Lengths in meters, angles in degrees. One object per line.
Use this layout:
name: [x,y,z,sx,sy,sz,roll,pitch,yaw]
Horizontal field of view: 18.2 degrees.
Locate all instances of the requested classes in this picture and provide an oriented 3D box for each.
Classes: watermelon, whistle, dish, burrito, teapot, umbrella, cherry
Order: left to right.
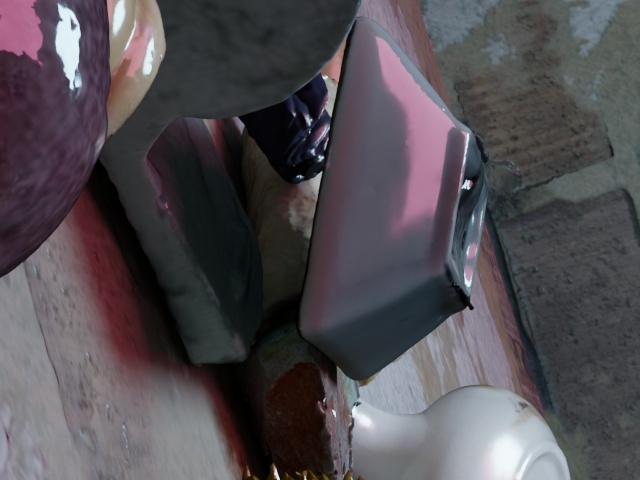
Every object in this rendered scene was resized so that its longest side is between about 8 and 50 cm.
cherry: [-0.138,-0.054,0.670,0.176,0.140,0.176,-6,90,-86]
whistle: [-0.084,-0.122,1.106,0.168,0.188,0.405,-87,-169,-58]
umbrella: [-0.057,-0.150,1.384,0.248,0.071,0.071,61,5,25]
watermelon: [-0.014,0.119,1.261,0.187,0.071,0.139,69,14,-66]
burrito: [-0.001,-0.003,1.423,0.143,0.105,0.299,52,21,-33]
dish: [0.054,-0.012,1.179,0.243,0.080,0.182,52,47,-77]
teapot: [0.112,0.220,1.559,0.204,0.139,0.298,-65,147,-35]

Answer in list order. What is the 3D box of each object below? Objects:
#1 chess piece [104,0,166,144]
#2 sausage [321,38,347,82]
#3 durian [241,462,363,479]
chess piece: [-0.187,-0.178,0.727,0.397,0.117,0.117,57,18,-50]
sausage: [-0.031,-0.214,1.684,0.086,0.086,0.289,45,27,-69]
durian: [0.030,0.230,1.119,0.183,0.138,0.250,20,46,-67]
